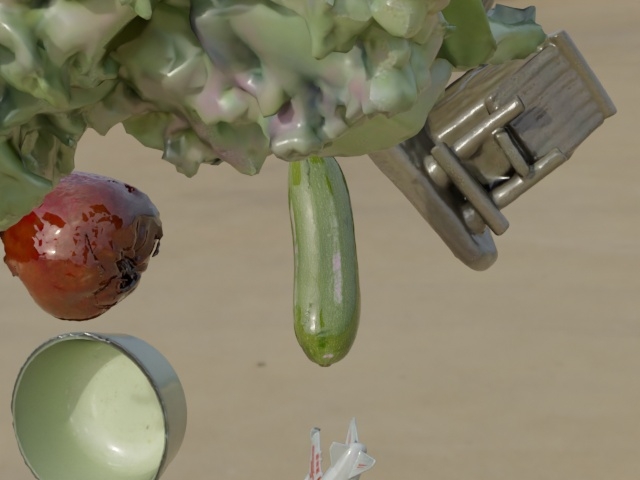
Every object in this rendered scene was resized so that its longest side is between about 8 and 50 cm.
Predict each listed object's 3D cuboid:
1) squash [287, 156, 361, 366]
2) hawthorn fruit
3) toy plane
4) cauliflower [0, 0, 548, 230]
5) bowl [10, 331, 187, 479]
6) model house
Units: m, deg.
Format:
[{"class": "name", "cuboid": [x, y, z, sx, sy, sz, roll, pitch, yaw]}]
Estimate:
[{"class": "squash", "cuboid": [0.000, 0.000, 1.002, 0.052, 0.183, 0.052, -5, -18, -2]}, {"class": "hawthorn fruit", "cuboid": [-0.245, -0.003, 1.366, 0.172, 0.148, 0.148, 27, 25, 20]}, {"class": "toy plane", "cuboid": [0.007, 0.274, 1.466, 0.065, 0.171, 0.162, 12, 24, -23]}, {"class": "cauliflower", "cuboid": [-0.037, -0.089, 0.408, 0.315, 0.239, 0.256, 28, -16, -40]}, {"class": "bowl", "cuboid": [-0.239, 0.196, 1.615, 0.211, 0.211, 0.112, 4, 11, 23]}, {"class": "model house", "cuboid": [0.130, -0.116, 1.180, 0.188, 0.229, 0.122, -39, 2, 9]}]
